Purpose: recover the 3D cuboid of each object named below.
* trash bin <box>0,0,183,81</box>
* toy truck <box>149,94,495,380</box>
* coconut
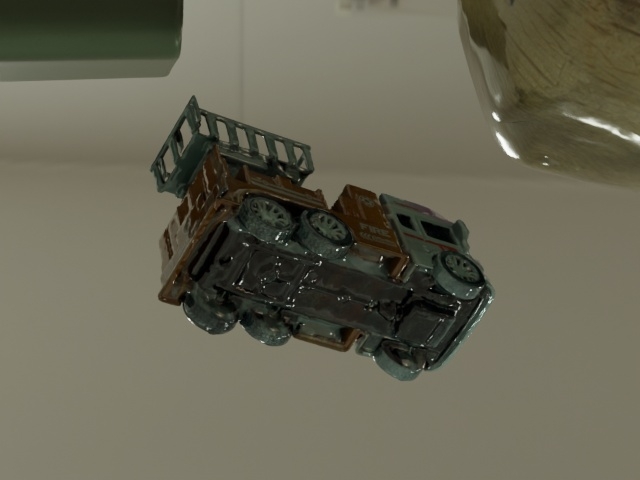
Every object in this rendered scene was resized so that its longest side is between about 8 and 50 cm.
[{"bbox_3d":[-0.267,-0.188,1.238,0.343,0.223,0.158,-1,-89,-7],"label":"trash bin"},{"bbox_3d":[0.000,0.001,1.013,0.177,0.080,0.115,18,-148,-26],"label":"toy truck"},{"bbox_3d":[0.176,-0.128,1.077,0.224,0.224,0.224,1,-129,-1],"label":"coconut"}]
